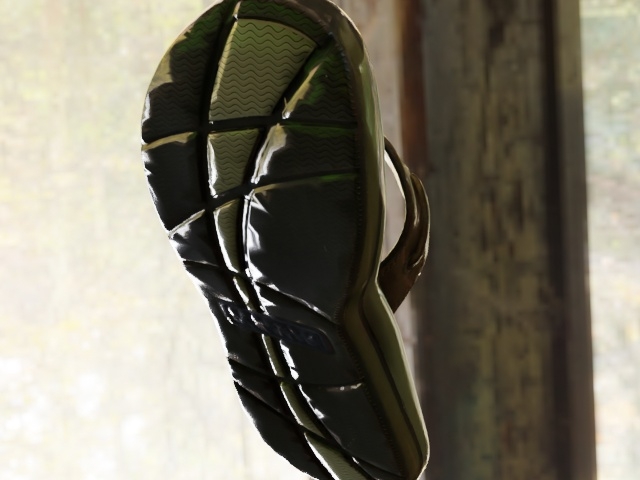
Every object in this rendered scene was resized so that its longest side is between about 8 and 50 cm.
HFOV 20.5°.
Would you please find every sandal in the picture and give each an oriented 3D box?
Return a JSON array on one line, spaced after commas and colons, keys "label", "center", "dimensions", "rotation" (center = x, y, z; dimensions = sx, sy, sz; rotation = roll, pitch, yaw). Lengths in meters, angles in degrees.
[{"label": "sandal", "center": [-0.001, 0.000, 0.809], "dimensions": [0.120, 0.302, 0.086], "rotation": [22, -125, 27]}]
